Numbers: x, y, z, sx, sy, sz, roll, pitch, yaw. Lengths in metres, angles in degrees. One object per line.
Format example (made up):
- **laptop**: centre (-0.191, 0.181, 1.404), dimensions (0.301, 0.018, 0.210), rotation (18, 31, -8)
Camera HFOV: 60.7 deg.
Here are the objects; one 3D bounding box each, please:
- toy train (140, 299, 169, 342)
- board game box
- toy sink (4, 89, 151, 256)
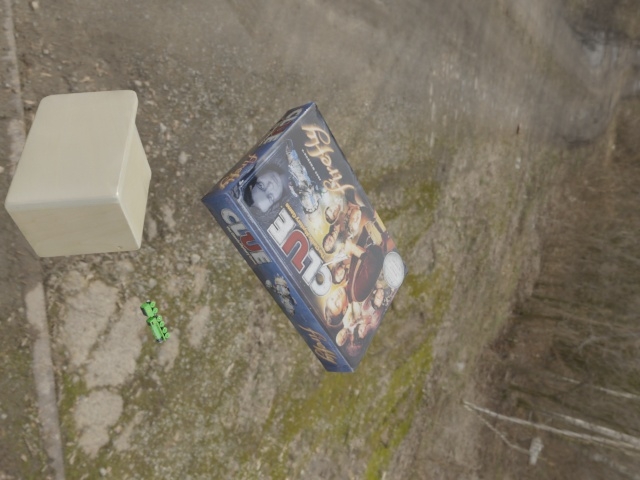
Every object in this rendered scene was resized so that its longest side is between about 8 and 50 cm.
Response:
- **toy train**: centre (-0.273, 0.135, 0.899), dimensions (0.024, 0.017, 0.083), rotation (-45, 132, -42)
- **board game box**: centre (0.000, 0.000, 0.589), dimensions (0.243, 0.042, 0.165), rotation (57, 48, -26)
- **toy sink**: centre (-0.354, -0.104, 0.843), dimensions (0.131, 0.152, 0.234), rotation (90, -6, -52)
